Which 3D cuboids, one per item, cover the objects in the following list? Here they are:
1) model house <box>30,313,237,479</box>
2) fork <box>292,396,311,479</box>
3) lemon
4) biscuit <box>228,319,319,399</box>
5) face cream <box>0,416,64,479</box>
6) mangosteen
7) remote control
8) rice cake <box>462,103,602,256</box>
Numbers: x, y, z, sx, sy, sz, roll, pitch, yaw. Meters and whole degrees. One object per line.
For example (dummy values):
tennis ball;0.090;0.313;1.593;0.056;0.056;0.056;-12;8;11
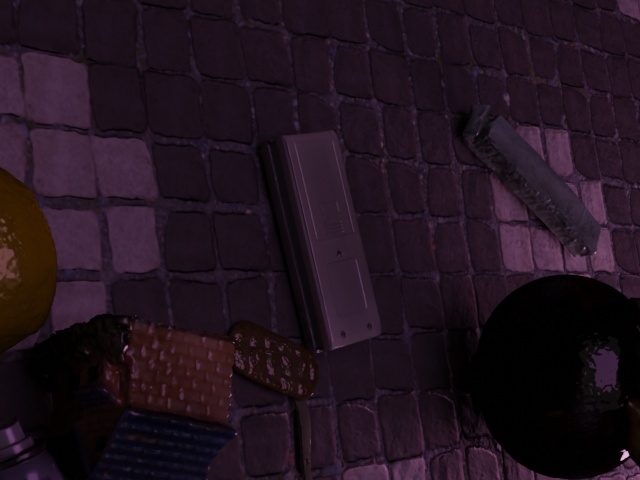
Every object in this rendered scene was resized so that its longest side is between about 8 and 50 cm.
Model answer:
model house;-0.196;0.179;1.201;0.166;0.183;0.172;14;68;-42
fork;-0.020;0.293;1.473;0.034;0.028;0.219;2;73;-38
lemon;-0.333;0.018;1.118;0.181;0.180;0.193;15;47;-43
biscuit;-0.057;0.147;1.470;0.147;0.018;0.071;29;57;-33
face cream;-0.270;0.285;1.173;0.075;0.075;0.229;-24;97;-47
mangosteen;0.361;0.189;1.687;0.311;0.311;0.311;15;68;-43
remote control;0.000;0.000;1.550;0.103;0.056;0.277;-11;88;-47
rice cake;0.338;-0.092;1.919;0.336;0.063;0.066;44;51;-29
